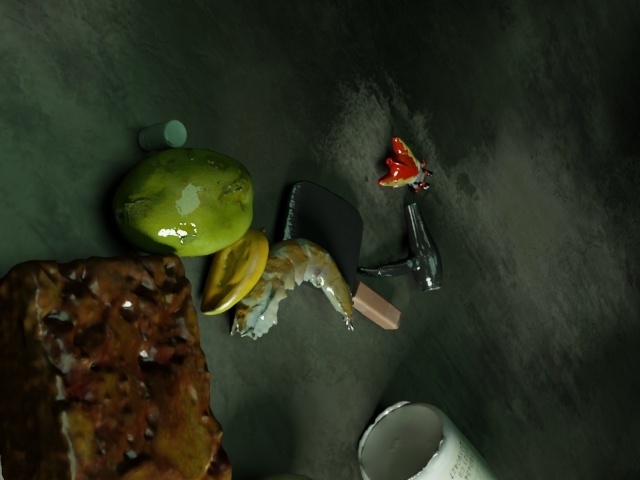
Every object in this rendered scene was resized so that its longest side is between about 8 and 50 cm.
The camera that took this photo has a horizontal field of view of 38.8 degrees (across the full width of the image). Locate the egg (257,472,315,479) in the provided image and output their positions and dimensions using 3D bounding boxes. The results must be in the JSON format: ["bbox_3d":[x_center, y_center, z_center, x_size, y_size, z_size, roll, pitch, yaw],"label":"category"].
[{"bbox_3d":[-0.079,0.526,1.562,0.269,0.219,0.219,-40,114,-34],"label":"egg"}]

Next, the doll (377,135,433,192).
[{"bbox_3d":[0.187,-0.154,1.978,0.169,0.057,0.109,18,91,-57],"label":"doll"}]

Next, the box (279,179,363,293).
[{"bbox_3d":[0.000,0.000,1.792,0.212,0.042,0.201,25,71,-39],"label":"box"}]

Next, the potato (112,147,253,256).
[{"bbox_3d":[-0.217,-0.062,1.501,0.253,0.148,0.186,-22,133,-33],"label":"potato"}]

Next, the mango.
[{"bbox_3d":[-0.150,0.053,1.604,0.187,0.101,0.066,-62,143,-15],"label":"mango"}]

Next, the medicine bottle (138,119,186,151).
[{"bbox_3d":[-0.265,-0.174,1.519,0.047,0.083,0.047,4,84,-43],"label":"medicine bottle"}]

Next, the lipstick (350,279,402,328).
[{"bbox_3d":[0.108,0.134,1.886,0.145,0.045,0.045,37,64,-35],"label":"lipstick"}]

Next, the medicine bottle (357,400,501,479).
[{"bbox_3d":[0.260,0.523,1.891,0.379,0.213,0.213,51,55,-29],"label":"medicine bottle"}]

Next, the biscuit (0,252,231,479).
[{"bbox_3d":[-0.314,0.219,1.335,0.342,0.166,0.395,1,75,-61],"label":"biscuit"}]

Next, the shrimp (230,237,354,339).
[{"bbox_3d":[-0.045,0.087,1.703,0.287,0.068,0.185,0,98,-44],"label":"shrimp"}]

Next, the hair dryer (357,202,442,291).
[{"bbox_3d":[0.162,0.028,1.943,0.219,0.075,0.196,-13,86,-36],"label":"hair dryer"}]
